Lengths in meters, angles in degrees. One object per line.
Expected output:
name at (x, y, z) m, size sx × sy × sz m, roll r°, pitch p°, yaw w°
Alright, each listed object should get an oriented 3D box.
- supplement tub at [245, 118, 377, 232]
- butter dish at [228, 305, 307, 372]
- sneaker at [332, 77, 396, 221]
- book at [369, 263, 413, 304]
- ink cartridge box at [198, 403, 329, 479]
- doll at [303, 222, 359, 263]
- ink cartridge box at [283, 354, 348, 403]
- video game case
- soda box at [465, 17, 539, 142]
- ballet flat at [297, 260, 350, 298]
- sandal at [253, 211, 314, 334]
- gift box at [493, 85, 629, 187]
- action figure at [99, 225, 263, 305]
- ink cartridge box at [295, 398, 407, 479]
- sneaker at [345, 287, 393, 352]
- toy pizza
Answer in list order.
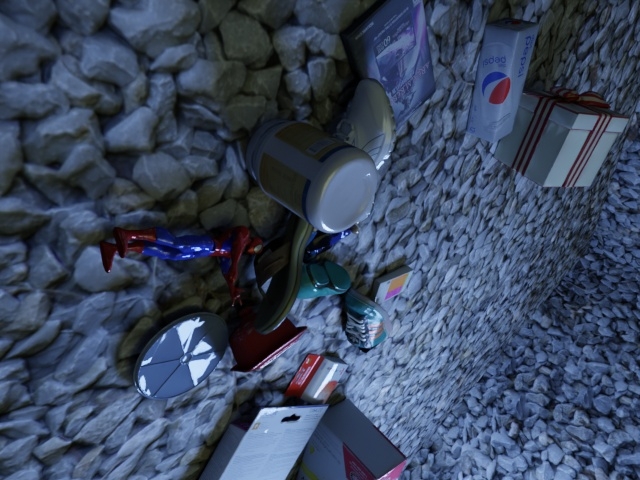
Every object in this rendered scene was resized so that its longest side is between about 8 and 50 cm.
supplement tub at (-0.020, -0.115, 0.772) m, size 0.144 × 0.200 × 0.144 m, roll -29°, pitch 137°, yaw -31°
butter dish at (-0.133, 0.193, 0.969) m, size 0.160 × 0.118 × 0.160 m, roll -32°, pitch -178°, yaw -28°
sneaker at (0.058, -0.165, 0.897) m, size 0.129 × 0.111 × 0.297 m, roll -2°, pitch 121°, yaw -23°
book at (0.209, 0.137, 1.372) m, size 0.144 × 0.035 × 0.096 m, roll -19°, pitch 134°, yaw -38°
ink cartridge box at (-0.159, 0.577, 1.271) m, size 0.324 × 0.071 × 0.330 m, roll 27°, pitch 93°, yaw -53°
doll at (0.000, 0.000, 1.014) m, size 0.189 × 0.046 × 0.129 m, roll -33°, pitch 148°, yaw -18°
ink cartridge box at (-0.008, 0.402, 1.324) m, size 0.145 × 0.045 × 0.179 m, roll -58°, pitch 146°, yaw 4°
video game case at (0.150, -0.352, 0.927) m, size 0.196 × 0.026 × 0.274 m, roll -46°, pitch 142°, yaw -12°
soda box at (0.460, -0.406, 1.178) m, size 0.098 × 0.091 × 0.286 m, roll -29°, pitch 137°, yaw -30°
ballet flat at (-0.009, 0.093, 1.048) m, size 0.087 × 0.083 × 0.247 m, roll -26°, pitch 166°, yaw 18°
sandal at (-0.084, 0.030, 0.893) m, size 0.086 × 0.120 × 0.302 m, roll 16°, pitch 87°, yaw -22°
gift box at (0.694, -0.331, 1.380) m, size 0.255 × 0.276 × 0.258 m, roll -7°, pitch 127°, yaw -30°
action figure at (-0.196, 0.045, 0.756) m, size 0.280 × 0.139 × 0.091 m, roll -7°, pitch 163°, yaw -48°
ink cartridge box at (0.082, 0.780, 1.521) m, size 0.160 × 0.279 × 0.384 m, roll -11°, pitch 125°, yaw -43°
sneaker at (0.122, 0.239, 1.288) m, size 0.121 × 0.108 × 0.302 m, roll -52°, pitch 145°, yaw -12°
toy pizza at (-0.270, 0.221, 0.896) m, size 0.201 × 0.032 × 0.201 m, roll -29°, pitch 136°, yaw -33°
